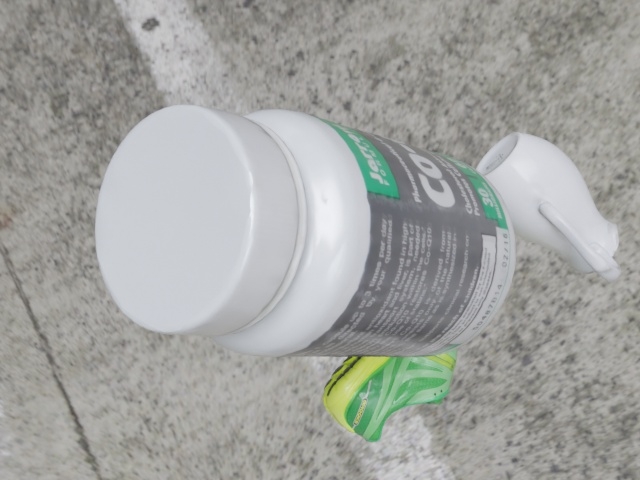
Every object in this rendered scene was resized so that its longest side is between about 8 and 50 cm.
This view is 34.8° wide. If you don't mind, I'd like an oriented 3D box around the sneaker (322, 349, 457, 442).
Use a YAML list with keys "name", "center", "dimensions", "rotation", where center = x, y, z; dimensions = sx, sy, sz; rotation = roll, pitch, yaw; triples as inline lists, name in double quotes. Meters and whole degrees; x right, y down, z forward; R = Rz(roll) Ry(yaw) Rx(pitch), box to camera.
- name: "sneaker"
  center: [0.137, 0.157, 1.385]
  dimensions: [0.295, 0.109, 0.123]
  rotation: [-39, 97, -12]

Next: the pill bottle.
- name: "pill bottle"
  center: [0.000, 0.000, 0.885]
  dimensions: [0.204, 0.361, 0.204]
  rotation: [-5, 82, 38]

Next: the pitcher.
- name: "pitcher"
  center: [0.308, -0.038, 1.344]
  dimensions: [0.207, 0.178, 0.125]
  rotation: [41, 103, -13]
